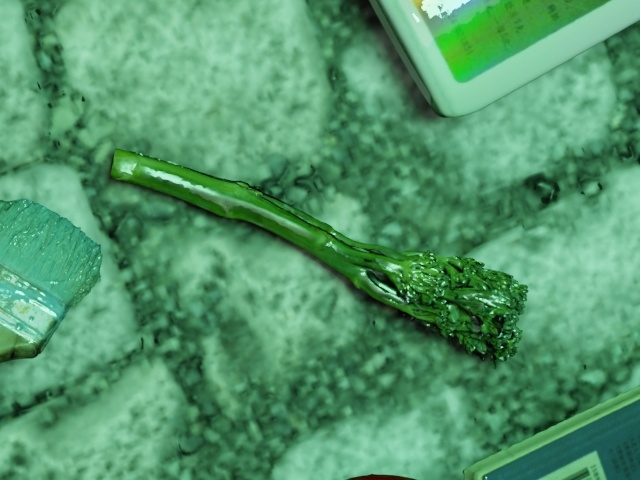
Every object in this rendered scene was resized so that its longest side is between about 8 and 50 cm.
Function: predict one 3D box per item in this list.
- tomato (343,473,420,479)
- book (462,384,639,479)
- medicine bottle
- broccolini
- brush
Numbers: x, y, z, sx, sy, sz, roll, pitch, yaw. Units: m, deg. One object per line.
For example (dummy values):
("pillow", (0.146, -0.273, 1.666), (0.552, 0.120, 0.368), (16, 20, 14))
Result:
("tomato", (0.030, 0.200, 0.864), (0.139, 0.091, 0.159), (18, 88, 1))
("book", (0.220, 0.154, 0.857), (0.269, 0.025, 0.191), (-22, 97, -20))
("medicine bottle", (0.130, -0.160, 0.842), (0.219, 0.078, 0.115), (-29, 93, 1))
("broccolini", (0.000, 0.000, 0.870), (0.239, 0.054, 0.051), (24, 108, -1))
("brush", (-0.179, 0.060, 0.825), (0.070, 0.021, 0.196), (33, 56, -4))
